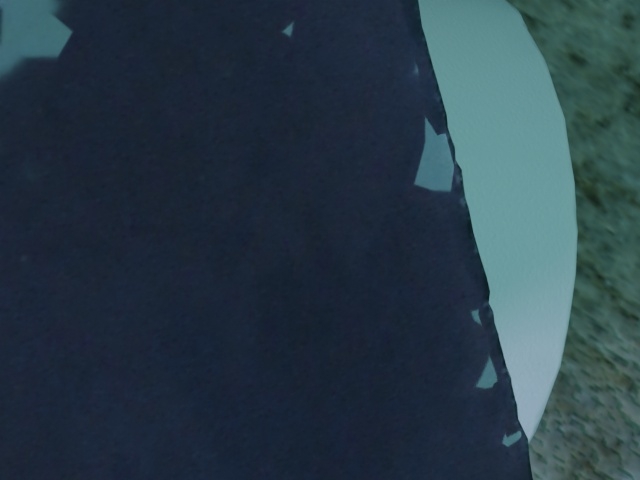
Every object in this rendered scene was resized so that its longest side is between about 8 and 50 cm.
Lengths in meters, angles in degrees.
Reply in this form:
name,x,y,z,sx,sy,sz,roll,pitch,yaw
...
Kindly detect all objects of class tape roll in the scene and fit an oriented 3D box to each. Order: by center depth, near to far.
name,x,y,z,sx,sy,sz,roll,pitch,yaw
tape roll,0.000,0.000,0.937,0.100,0.286,0.286,3,91,-29

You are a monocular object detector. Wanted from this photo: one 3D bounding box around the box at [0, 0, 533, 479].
name,x,y,z,sx,sy,sz,roll,pitch,yaw
box,-0.270,0.023,0.669,0.471,0.480,0.297,-18,100,-28
